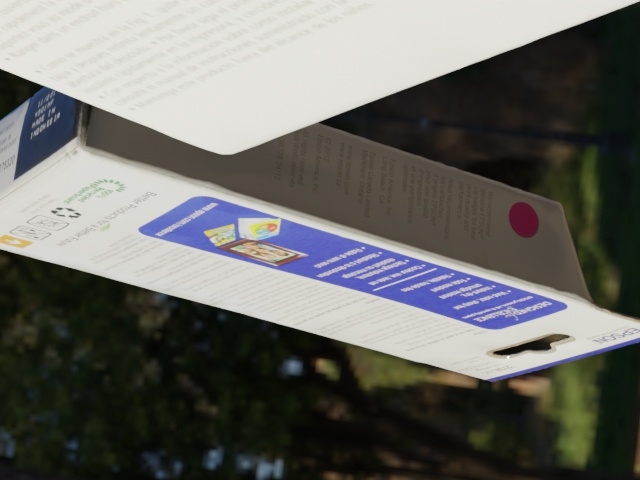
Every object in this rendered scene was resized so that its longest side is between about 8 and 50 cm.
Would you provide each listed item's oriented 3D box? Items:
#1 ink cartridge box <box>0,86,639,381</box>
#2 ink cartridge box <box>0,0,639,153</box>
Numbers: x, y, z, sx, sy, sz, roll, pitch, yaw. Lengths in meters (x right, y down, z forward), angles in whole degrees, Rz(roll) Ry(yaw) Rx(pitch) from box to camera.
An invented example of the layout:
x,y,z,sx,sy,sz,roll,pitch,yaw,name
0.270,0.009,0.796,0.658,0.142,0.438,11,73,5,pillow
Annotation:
x,y,z,sx,sy,sz,roll,pitch,yaw,name
0.000,0.000,0.993,0.175,0.371,0.069,-24,53,55,ink cartridge box
-0.025,-0.104,0.316,0.275,0.239,0.060,-16,60,48,ink cartridge box
